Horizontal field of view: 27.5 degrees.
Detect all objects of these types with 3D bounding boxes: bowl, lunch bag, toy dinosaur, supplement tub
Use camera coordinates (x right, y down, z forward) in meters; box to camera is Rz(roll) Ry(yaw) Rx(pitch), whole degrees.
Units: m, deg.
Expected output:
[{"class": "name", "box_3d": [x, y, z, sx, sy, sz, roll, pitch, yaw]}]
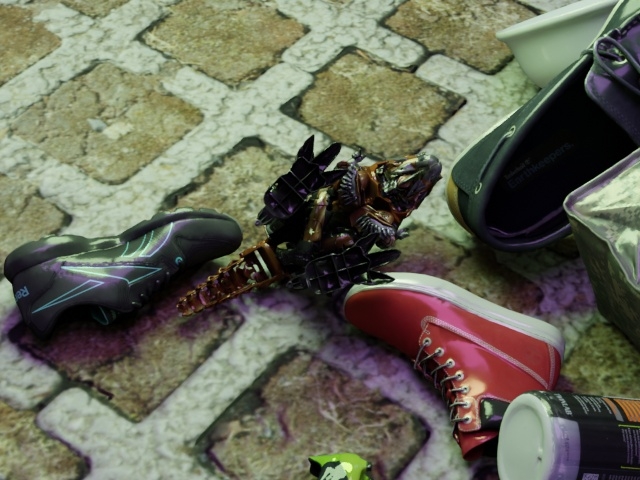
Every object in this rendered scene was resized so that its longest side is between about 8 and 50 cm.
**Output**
[{"class": "bowl", "box_3d": [0.391, -0.257, 1.710, 0.298, 0.134, 0.298, -18, 9, 3]}, {"class": "lunch bag", "box_3d": [0.425, -0.018, 1.374, 0.287, 0.235, 0.169, -34, 53, 0]}, {"class": "toy dinosaur", "box_3d": [0.000, 0.000, 1.450, 0.164, 0.218, 0.322, 39, 83, -2]}, {"class": "supplement tub", "box_3d": [0.279, 0.209, 1.271, 0.191, 0.117, 0.117, 8, 43, -19]}]

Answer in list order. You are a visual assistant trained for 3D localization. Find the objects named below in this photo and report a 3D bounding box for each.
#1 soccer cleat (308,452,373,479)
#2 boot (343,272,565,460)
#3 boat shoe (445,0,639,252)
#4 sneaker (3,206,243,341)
[{"class": "soccer cleat", "box_3d": [0.008, 0.276, 1.244, 0.072, 0.060, 0.179, 0, 38, 9]}, {"class": "boot", "box_3d": [0.124, 0.137, 1.371, 0.244, 0.088, 0.176, 18, 48, 8]}, {"class": "boat shoe", "box_3d": [0.350, -0.158, 1.450, 0.187, 0.500, 0.156, 46, 16, -15]}, {"class": "sneaker", "box_3d": [-0.209, 0.039, 1.449, 0.267, 0.101, 0.106, -14, 67, -16]}]
